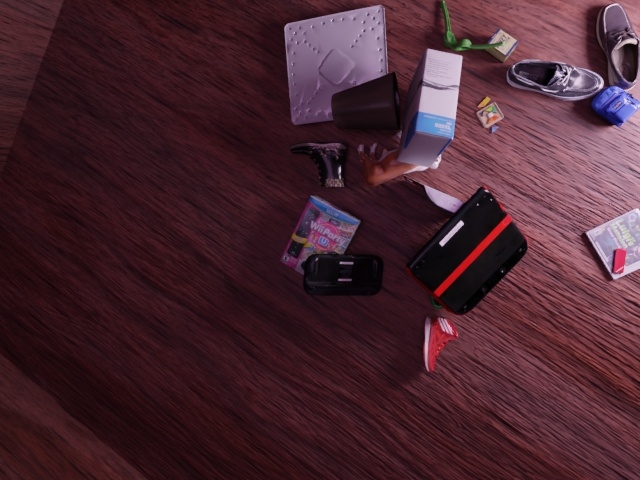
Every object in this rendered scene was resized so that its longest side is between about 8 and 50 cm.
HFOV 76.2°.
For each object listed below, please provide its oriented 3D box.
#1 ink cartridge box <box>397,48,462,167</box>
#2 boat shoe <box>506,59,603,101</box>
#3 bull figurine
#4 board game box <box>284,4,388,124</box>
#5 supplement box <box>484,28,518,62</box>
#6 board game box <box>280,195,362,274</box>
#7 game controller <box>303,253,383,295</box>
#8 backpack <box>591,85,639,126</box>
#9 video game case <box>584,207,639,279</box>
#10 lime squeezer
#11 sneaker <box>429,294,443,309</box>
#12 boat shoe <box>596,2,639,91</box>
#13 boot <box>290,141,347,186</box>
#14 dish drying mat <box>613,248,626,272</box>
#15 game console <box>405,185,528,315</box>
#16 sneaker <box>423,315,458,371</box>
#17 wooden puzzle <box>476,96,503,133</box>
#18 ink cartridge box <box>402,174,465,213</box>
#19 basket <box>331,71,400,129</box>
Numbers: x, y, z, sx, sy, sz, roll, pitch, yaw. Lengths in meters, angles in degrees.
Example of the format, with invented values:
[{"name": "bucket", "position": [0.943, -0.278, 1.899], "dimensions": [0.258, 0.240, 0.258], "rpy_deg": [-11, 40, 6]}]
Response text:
[{"name": "ink cartridge box", "position": [0.364, -0.437, 1.377], "dimensions": [0.129, 0.223, 0.307], "rpy_deg": [11, 76, 0]}, {"name": "boat shoe", "position": [0.787, -0.545, 1.365], "dimensions": [0.302, 0.102, 0.108], "rpy_deg": [19, 102, 13]}, {"name": "bull figurine", "position": [0.294, -0.317, 1.537], "dimensions": [0.311, 0.101, 0.188], "rpy_deg": [-21, 83, 11]}, {"name": "board game box", "position": [0.064, -0.665, 1.585], "dimensions": [0.391, 0.050, 0.389], "rpy_deg": [-3, 95, 16]}, {"name": "supplement box", "position": [0.622, -0.670, 1.407], "dimensions": [0.083, 0.083, 0.056], "rpy_deg": [39, 106, 8]}, {"name": "board game box", "position": [0.000, 0.000, 1.661], "dimensions": [0.224, 0.097, 0.303], "rpy_deg": [29, 103, 10]}, {"name": "game controller", "position": [0.093, 0.136, 1.605], "dimensions": [0.320, 0.067, 0.166], "rpy_deg": [2, 95, -13]}, {"name": "backpack", "position": [0.957, -0.442, 1.323], "dimensions": [0.120, 0.101, 0.098], "rpy_deg": [41, 116, 5]}, {"name": "video game case", "position": [1.044, 0.013, 1.401], "dimensions": [0.173, 0.022, 0.190], "rpy_deg": [-30, 88, 17]}, {"name": "lime squeezer", "position": [0.501, -0.713, 1.431], "dimensions": [0.110, 0.059, 0.310], "rpy_deg": [-48, 58, 22]}, {"name": "sneaker", "position": [0.471, 0.121, 1.525], "dimensions": [0.110, 0.123, 0.295], "rpy_deg": [7, 98, 15]}, {"name": "boat shoe", "position": [0.967, -0.625, 1.309], "dimensions": [0.103, 0.092, 0.284], "rpy_deg": [-10, 95, 15]}, {"name": "boot", "position": [-0.009, -0.301, 1.633], "dimensions": [0.237, 0.085, 0.178], "rpy_deg": [3, 100, 15]}, {"name": "dish drying mat", "position": [1.025, 0.070, 1.398], "dimensions": [0.032, 0.008, 0.083], "rpy_deg": [4, 98, 16]}, {"name": "game console", "position": [0.520, 0.052, 1.425], "dimensions": [0.342, 0.060, 0.386], "rpy_deg": [41, 93, -23]}, {"name": "sneaker", "position": [0.466, 0.407, 1.582], "dimensions": [0.128, 0.087, 0.221], "rpy_deg": [0, 98, 17]}, {"name": "wooden puzzle", "position": [0.610, -0.453, 1.474], "dimensions": [0.079, 0.014, 0.116], "rpy_deg": [-38, 86, 17]}, {"name": "ink cartridge box", "position": [0.399, -0.158, 1.479], "dimensions": [0.233, 0.189, 0.066], "rpy_deg": [23, 98, 12]}, {"name": "basket", "position": [0.165, -0.484, 1.479], "dimensions": [0.227, 0.154, 0.204], "rpy_deg": [-5, 89, 20]}]
